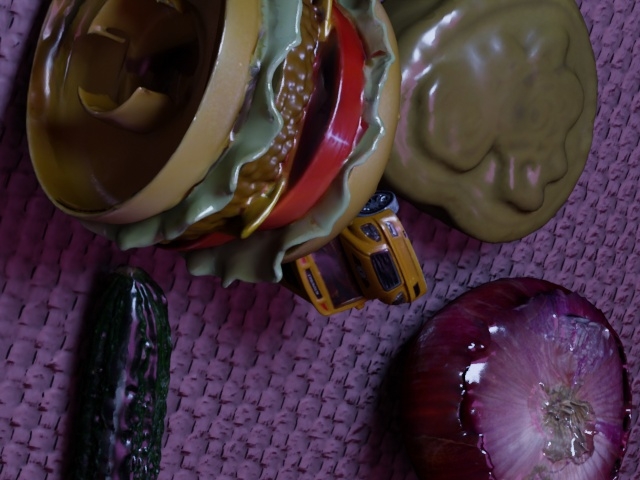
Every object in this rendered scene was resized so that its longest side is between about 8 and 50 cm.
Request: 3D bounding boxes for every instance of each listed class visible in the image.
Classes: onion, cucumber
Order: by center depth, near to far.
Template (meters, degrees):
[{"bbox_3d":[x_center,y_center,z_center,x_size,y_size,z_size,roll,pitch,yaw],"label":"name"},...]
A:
[{"bbox_3d":[-0.155,0.146,1.418,0.077,0.077,0.265,2,101,-34],"label":"cucumber"},{"bbox_3d":[0.167,0.145,1.576,0.248,0.161,0.248,-17,115,-40],"label":"onion"}]

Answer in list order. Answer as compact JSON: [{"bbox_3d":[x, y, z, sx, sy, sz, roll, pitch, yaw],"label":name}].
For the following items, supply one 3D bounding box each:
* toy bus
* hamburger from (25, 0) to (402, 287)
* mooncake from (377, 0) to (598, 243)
[{"bbox_3d":[0.000,0.000,1.400,0.088,0.194,0.083,-33,119,-18],"label":"toy bus"},{"bbox_3d":[-0.061,-0.104,1.287,0.212,0.274,0.274,19,93,-39],"label":"hamburger"},{"bbox_3d":[0.134,-0.121,1.502,0.235,0.117,0.235,-10,110,-28],"label":"mooncake"}]
